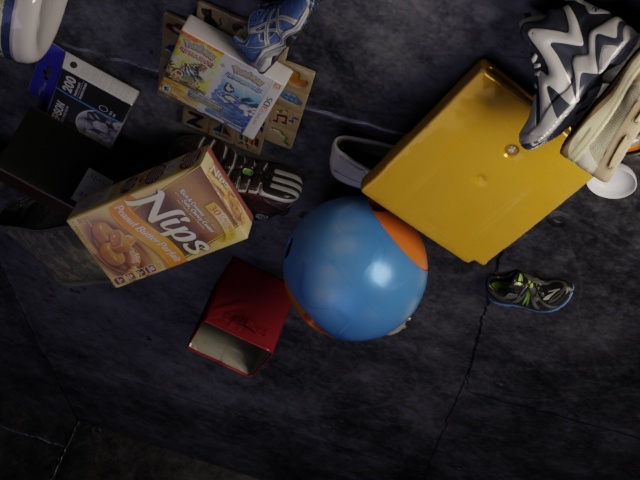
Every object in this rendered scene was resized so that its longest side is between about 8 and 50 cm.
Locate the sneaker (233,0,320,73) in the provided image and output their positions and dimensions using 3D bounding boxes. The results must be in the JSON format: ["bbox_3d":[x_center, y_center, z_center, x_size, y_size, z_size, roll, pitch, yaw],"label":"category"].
[{"bbox_3d":[-0.070,-0.356,1.494,0.081,0.080,0.211,39,135,-11],"label":"sneaker"}]

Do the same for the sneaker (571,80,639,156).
[{"bbox_3d":[0.518,-0.168,1.413,0.271,0.108,0.100,8,143,17],"label":"sneaker"}]

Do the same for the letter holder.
[{"bbox_3d":[-0.528,-0.124,1.985,0.301,0.152,0.214,29,162,-14],"label":"letter holder"}]

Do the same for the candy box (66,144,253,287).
[{"bbox_3d":[-0.314,-0.043,1.813,0.316,0.088,0.183,-20,120,20],"label":"candy box"}]

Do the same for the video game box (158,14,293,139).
[{"bbox_3d":[-0.175,-0.289,1.662,0.205,0.048,0.187,27,144,-9],"label":"video game box"}]

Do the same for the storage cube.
[{"bbox_3d":[-0.190,0.189,2.246,0.183,0.193,0.215,26,146,-8],"label":"storage cube"}]

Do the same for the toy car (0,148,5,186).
[{"bbox_3d":[-0.808,-0.194,2.090,0.148,0.155,0.188,-5,129,34],"label":"toy car"}]

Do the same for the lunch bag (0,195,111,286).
[{"bbox_3d":[-0.605,-0.011,2.214,0.286,0.169,0.235,-5,140,27],"label":"lunch bag"}]

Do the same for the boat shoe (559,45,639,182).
[{"bbox_3d":[0.467,-0.214,1.304,0.098,0.109,0.302,38,121,6],"label":"boat shoe"}]

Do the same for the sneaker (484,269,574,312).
[{"bbox_3d":[0.425,0.102,1.890,0.188,0.067,0.078,2,149,31],"label":"sneaker"}]

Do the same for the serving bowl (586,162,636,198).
[{"bbox_3d":[0.501,-0.109,1.579,0.083,0.027,0.083,15,147,10],"label":"serving bowl"}]

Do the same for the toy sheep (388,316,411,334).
[{"bbox_3d":[0.160,0.180,2.140,0.091,0.091,0.132,19,152,4],"label":"toy sheep"}]

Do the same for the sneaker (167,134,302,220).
[{"bbox_3d":[-0.184,-0.108,1.898,0.281,0.107,0.162,21,150,-1],"label":"sneaker"}]

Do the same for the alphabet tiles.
[{"bbox_3d":[-0.164,-0.291,1.706,0.285,0.011,0.343,22,147,-1],"label":"alphabet tiles"}]

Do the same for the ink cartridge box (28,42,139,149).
[{"bbox_3d":[-0.490,-0.288,1.861,0.208,0.045,0.206,30,148,-12],"label":"ink cartridge box"}]

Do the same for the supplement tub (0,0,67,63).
[{"bbox_3d":[-0.587,-0.443,1.487,0.324,0.236,0.235,17,148,-7],"label":"supplement tub"}]

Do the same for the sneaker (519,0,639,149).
[{"bbox_3d":[0.337,-0.259,1.360,0.153,0.094,0.235,49,136,19],"label":"sneaker"}]

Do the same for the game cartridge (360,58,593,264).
[{"bbox_3d":[0.275,-0.120,1.588,0.285,0.053,0.323,33,129,-17],"label":"game cartridge"}]

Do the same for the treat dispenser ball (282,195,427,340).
[{"bbox_3d":[0.068,0.056,1.820,0.288,0.288,0.288,15,147,10],"label":"treat dispenser ball"}]

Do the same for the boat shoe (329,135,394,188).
[{"bbox_3d":[0.144,-0.130,1.696,0.267,0.096,0.088,22,153,14],"label":"boat shoe"}]
